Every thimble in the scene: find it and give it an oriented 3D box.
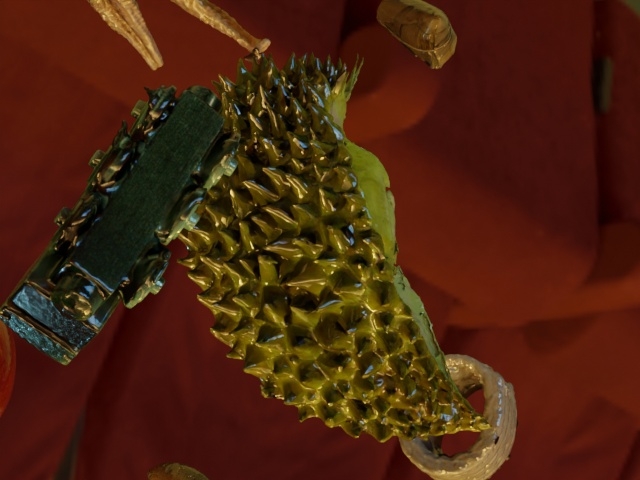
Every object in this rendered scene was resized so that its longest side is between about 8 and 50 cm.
[{"bbox_3d":[0.129,0.168,1.324,0.102,0.115,0.090,38,178,25],"label":"thimble"}]

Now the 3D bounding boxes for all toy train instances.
[{"bbox_3d":[-0.112,-0.016,0.818,0.071,0.170,0.111,37,144,-12],"label":"toy train"}]

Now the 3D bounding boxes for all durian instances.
[{"bbox_3d":[-0.006,-0.006,1.073,0.157,0.355,0.169,-33,147,25],"label":"durian"}]

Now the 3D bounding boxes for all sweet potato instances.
[{"bbox_3d":[-0.138,0.330,1.703,0.069,0.249,0.059,15,108,-34],"label":"sweet potato"}]

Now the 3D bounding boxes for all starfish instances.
[{"bbox_3d":[-0.261,-0.280,1.438,0.384,0.132,0.398,36,150,-25],"label":"starfish"}]

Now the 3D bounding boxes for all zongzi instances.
[{"bbox_3d":[0.072,-0.182,1.146,0.040,0.076,0.083,-47,160,-2],"label":"zongzi"}]

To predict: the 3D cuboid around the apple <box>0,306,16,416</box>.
[{"bbox_3d":[-0.421,0.145,1.377,0.242,0.242,0.241,13,127,-20],"label":"apple"}]
